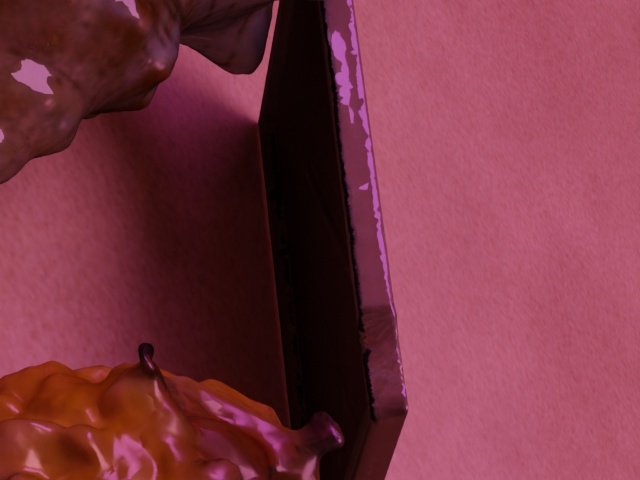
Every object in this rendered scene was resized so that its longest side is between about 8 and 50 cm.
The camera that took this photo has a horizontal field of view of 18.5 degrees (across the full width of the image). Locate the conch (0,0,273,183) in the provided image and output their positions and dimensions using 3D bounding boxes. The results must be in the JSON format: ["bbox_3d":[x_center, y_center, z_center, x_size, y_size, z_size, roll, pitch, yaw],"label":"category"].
[{"bbox_3d":[-0.063,-0.155,0.844,0.386,0.170,0.203,-52,151,-30],"label":"conch"}]

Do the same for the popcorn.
[{"bbox_3d":[-0.068,0.107,0.721,0.148,0.152,0.167,46,16,2],"label":"popcorn"}]

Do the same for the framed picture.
[{"bbox_3d":[0.000,0.000,0.918,0.211,0.020,0.289,102,-15,-57],"label":"framed picture"}]
